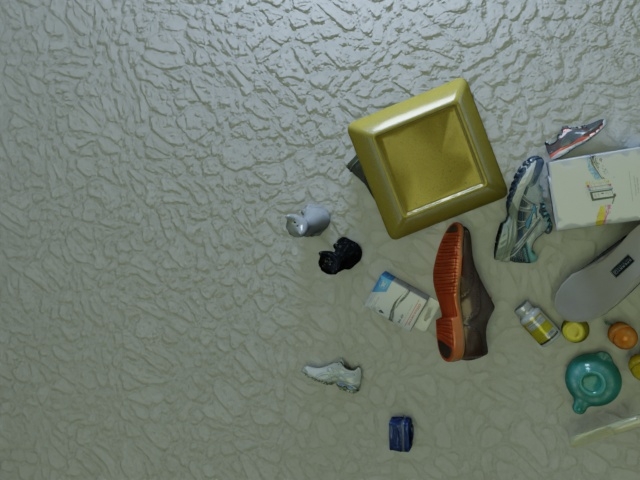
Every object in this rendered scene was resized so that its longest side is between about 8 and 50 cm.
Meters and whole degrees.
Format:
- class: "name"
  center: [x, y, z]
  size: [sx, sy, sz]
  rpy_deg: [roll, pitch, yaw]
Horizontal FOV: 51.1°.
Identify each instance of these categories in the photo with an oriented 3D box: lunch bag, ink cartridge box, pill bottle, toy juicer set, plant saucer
- class: "lunch bag"
  center: [0.229, 0.538, 1.871]
  size: [0.065, 0.067, 0.098]
  rpy_deg: [0, 95, 16]
- class: "ink cartridge box"
  center: [0.671, -0.125, 1.602]
  size: [0.232, 0.171, 0.168]
  rpy_deg: [-8, 94, 18]
- class: "pill bottle"
  center: [0.560, 0.213, 1.732]
  size: [0.065, 0.065, 0.116]
  rpy_deg: [-43, 83, 17]
- class: "toy juicer set"
  center: [0.724, 0.354, 1.682]
  size: [0.209, 0.089, 0.329]
  rpy_deg: [-5, 87, 24]
- class: "plant saucer"
  center: [0.277, -0.205, 1.711]
  size: [0.332, 0.081, 0.333]
  rpy_deg: [-22, 96, 5]
- class: "ink cartridge box"
  center: [0.226, 0.175, 1.830]
  size: [0.180, 0.060, 0.104]
  rpy_deg: [29, 103, 12]

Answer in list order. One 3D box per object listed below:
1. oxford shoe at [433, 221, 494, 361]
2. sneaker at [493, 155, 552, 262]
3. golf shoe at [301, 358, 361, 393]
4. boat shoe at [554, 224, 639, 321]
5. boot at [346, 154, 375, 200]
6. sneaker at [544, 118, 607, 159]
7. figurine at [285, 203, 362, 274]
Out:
- class: "oxford shoe"
  center: [0.382, 0.134, 1.768]
  size: [0.132, 0.130, 0.364]
  rpy_deg: [1, 90, -16]
- class: "sneaker"
  center: [0.531, -0.074, 1.697]
  size: [0.122, 0.110, 0.283]
  rpy_deg: [14, 109, 7]
- class: "golf shoe"
  center: [0.035, 0.377, 1.922]
  size: [0.176, 0.069, 0.086]
  rpy_deg: [15, 81, 12]
- class: "boat shoe"
  center: [0.736, 0.077, 1.632]
  size: [0.340, 0.158, 0.127]
  rpy_deg: [-49, 62, 38]
- class: "boot"
  center: [0.192, -0.176, 1.791]
  size: [0.208, 0.076, 0.189]
  rpy_deg: [50, 120, 12]
- class: "sneaker"
  center: [0.629, -0.264, 1.658]
  size: [0.158, 0.061, 0.065]
  rpy_deg: [-32, 81, 17]
- class: "figurine"
  center: [0.000, 0.000, 1.799]
  size: [0.092, 0.209, 0.215]
  rpy_deg: [-45, 83, 17]
